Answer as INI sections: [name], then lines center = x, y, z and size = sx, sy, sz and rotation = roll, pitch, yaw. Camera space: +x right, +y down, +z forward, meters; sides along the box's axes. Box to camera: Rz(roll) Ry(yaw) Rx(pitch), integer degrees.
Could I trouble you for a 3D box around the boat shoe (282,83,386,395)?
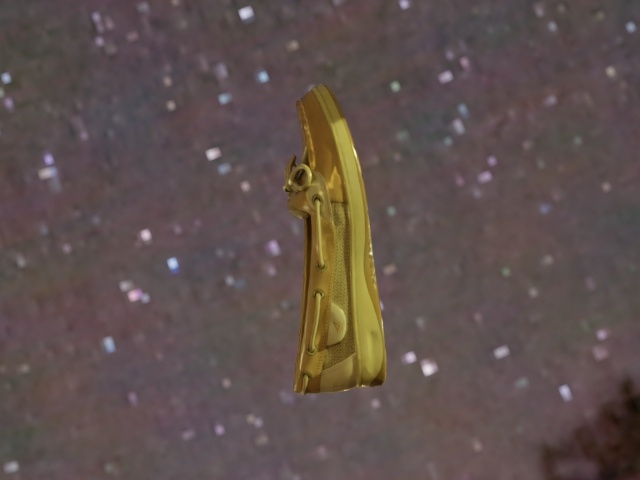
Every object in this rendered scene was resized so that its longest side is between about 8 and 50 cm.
[boat shoe]
center = 0.000, 0.000, 0.958
size = 0.048, 0.153, 0.056
rotation = -9, 10, -3
